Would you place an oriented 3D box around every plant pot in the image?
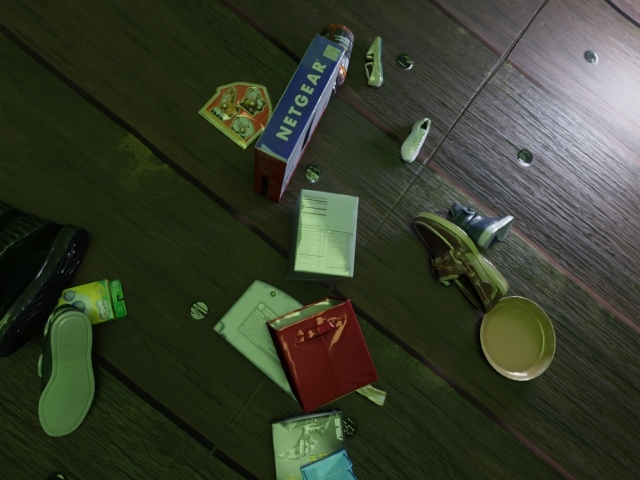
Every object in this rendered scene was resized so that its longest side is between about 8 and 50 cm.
[{"bbox_3d":[0.566,0.282,1.249,0.236,0.032,0.237,2,78,-9],"label":"plant pot"}]

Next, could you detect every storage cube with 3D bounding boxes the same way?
[{"bbox_3d":[-0.003,0.256,1.016,0.183,0.215,0.193,-20,89,-14],"label":"storage cube"}]

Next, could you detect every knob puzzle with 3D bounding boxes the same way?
[{"bbox_3d":[-0.225,-0.386,1.251,0.212,0.030,0.214,2,78,-9],"label":"knob puzzle"}]

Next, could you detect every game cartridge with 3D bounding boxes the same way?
[{"bbox_3d":[-0.106,0.250,1.129,0.294,0.060,0.196,41,78,0],"label":"game cartridge"}]

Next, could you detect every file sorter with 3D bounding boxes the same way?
[{"bbox_3d":[0.041,0.604,0.995,0.118,0.104,0.171,-17,82,-14],"label":"file sorter"}]

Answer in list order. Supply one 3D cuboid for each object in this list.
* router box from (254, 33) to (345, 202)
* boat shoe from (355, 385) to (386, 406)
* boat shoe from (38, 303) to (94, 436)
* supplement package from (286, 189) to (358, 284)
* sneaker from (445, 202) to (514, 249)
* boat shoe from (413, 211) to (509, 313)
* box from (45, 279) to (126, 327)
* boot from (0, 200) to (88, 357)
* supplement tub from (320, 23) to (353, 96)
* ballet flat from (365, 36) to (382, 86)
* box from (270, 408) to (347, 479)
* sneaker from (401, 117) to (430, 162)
[{"bbox_3d":[-0.065,-0.297,1.121,0.082,0.301,0.336,26,76,-3],"label":"router box"},{"bbox_3d":[0.115,0.389,1.142,0.135,0.050,0.045,34,71,-12],"label":"boat shoe"},{"bbox_3d":[-0.593,0.299,1.006,0.114,0.091,0.303,9,95,-41],"label":"boat shoe"},{"bbox_3d":[0.000,0.000,1.125,0.149,0.194,0.203,7,78,-9],"label":"supplement package"},{"bbox_3d":[0.467,-0.057,1.274,0.163,0.086,0.226,33,30,34],"label":"sneaker"},{"bbox_3d":[0.377,0.066,1.219,0.342,0.123,0.123,46,74,-5],"label":"boat shoe"},{"bbox_3d":[-0.585,0.164,1.068,0.179,0.043,0.105,-15,82,-14],"label":"box"},{"bbox_3d":[-0.737,0.074,0.984,0.259,0.131,0.348,17,53,-5],"label":"boot"},{"bbox_3d":[0.032,-0.535,1.287,0.105,0.106,0.198,15,76,-6],"label":"supplement tub"},{"bbox_3d":[0.165,-0.562,1.344,0.052,0.057,0.169,-1,78,0],"label":"ballet flat"},{"bbox_3d":[-0.023,0.557,1.076,0.182,0.056,0.231,-5,79,-11],"label":"box"},{"bbox_3d":[0.290,-0.309,1.309,0.053,0.061,0.152,25,77,-6],"label":"sneaker"}]
